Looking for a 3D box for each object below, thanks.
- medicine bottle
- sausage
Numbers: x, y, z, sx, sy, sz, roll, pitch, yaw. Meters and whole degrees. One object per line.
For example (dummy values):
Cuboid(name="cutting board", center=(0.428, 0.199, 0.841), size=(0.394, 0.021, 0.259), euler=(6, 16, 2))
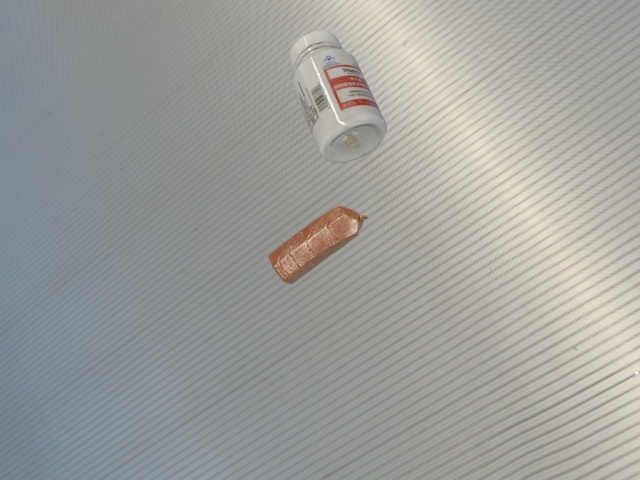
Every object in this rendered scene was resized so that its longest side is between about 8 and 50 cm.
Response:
Cuboid(name="medicine bottle", center=(0.015, -0.163, 0.714), size=(0.079, 0.079, 0.140), euler=(-29, 62, 18))
Cuboid(name="sausage", center=(0.000, -0.001, 1.020), size=(0.169, 0.065, 0.065), euler=(-36, 66, 7))
